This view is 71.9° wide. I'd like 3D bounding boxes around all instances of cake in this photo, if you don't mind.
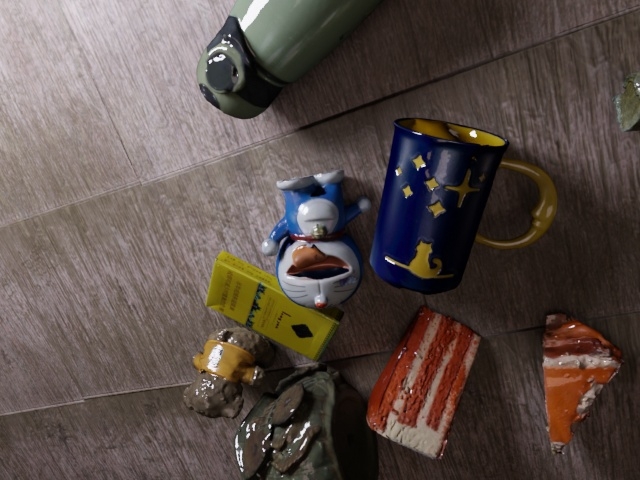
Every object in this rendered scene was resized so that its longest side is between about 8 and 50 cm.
[{"bbox_3d":[0.211,0.284,0.916,0.158,0.160,0.262,25,79,3],"label":"cake"},{"bbox_3d":[0.474,0.281,0.825,0.135,0.098,0.288,1,110,13],"label":"cake"}]

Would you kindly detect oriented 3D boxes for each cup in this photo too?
[{"bbox_3d":[0.213,-0.041,0.704,0.254,0.178,0.257,25,119,33],"label":"cup"}]

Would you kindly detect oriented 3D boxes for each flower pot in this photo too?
[{"bbox_3d":[-0.025,0.409,0.893,0.213,0.302,0.302,-22,104,24],"label":"flower pot"}]

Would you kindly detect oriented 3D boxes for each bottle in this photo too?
[{"bbox_3d":[-0.052,-0.337,0.680,0.347,0.168,0.168,-39,98,26],"label":"bottle"}]

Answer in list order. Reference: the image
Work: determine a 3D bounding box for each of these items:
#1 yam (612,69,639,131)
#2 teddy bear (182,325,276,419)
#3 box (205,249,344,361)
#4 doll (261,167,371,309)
[{"bbox_3d":[0.564,-0.229,0.617,0.259,0.093,0.093,-14,107,18],"label":"yam"},{"bbox_3d":[-0.199,0.273,0.922,0.177,0.190,0.140,7,145,13],"label":"teddy bear"},{"bbox_3d":[-0.102,0.141,0.917,0.278,0.041,0.153,26,131,3],"label":"box"},{"bbox_3d":[0.000,0.000,0.802,0.215,0.161,0.257,-11,106,-10],"label":"doll"}]
